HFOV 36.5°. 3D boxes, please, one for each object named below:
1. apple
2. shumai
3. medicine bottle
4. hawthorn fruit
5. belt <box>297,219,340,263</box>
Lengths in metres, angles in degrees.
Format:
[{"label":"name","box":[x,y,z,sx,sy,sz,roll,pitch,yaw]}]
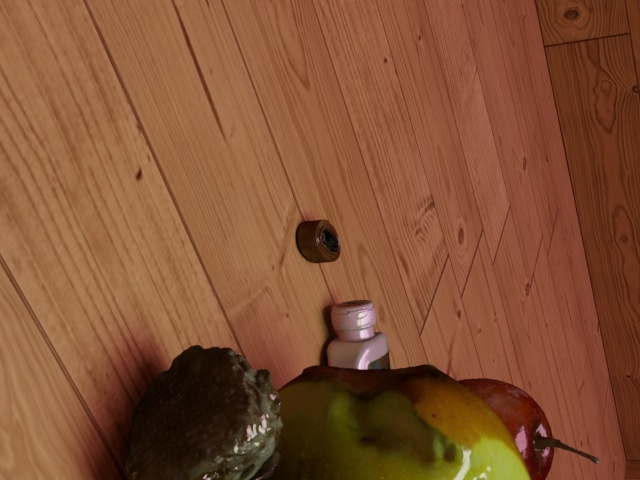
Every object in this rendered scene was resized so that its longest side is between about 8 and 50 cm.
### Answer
[{"label":"apple","box":[0.062,0.298,1.037,0.384,0.374,0.374,61,30,-73]},{"label":"shumai","box":[-0.094,0.203,0.927,0.142,0.184,0.184,47,43,-31]},{"label":"medicine bottle","box":[0.059,0.197,1.379,0.115,0.078,0.219,-21,104,-62]},{"label":"hawthorn fruit","box":[0.295,0.349,1.701,0.231,0.263,0.235,80,-14,-68]},{"label":"belt","box":[0.000,0.000,1.338,0.083,0.036,0.059,33,55,-61]}]
